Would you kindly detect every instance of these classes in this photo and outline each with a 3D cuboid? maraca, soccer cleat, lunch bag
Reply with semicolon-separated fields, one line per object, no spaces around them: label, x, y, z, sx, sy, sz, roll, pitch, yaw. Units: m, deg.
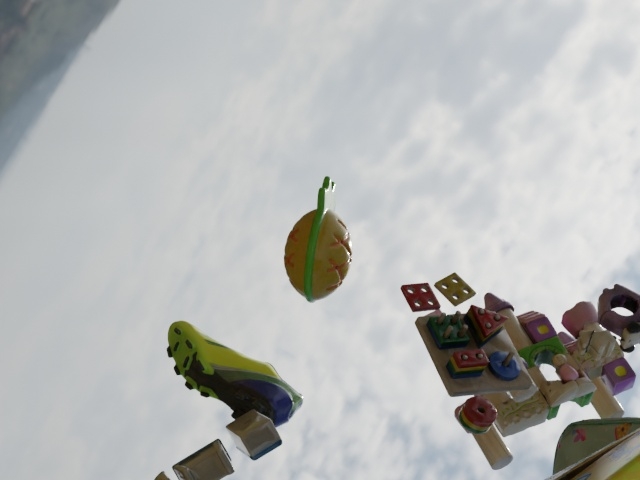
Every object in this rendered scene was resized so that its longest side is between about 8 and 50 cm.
maraca;0.000;0.000;1.961;0.127;0.099;0.186;48;50;-80
soccer cleat;-0.152;0.229;2.318;0.121;0.289;0.093;-20;134;-44
lunch bag;0.437;0.370;1.913;0.279;0.108;0.224;162;-59;-66

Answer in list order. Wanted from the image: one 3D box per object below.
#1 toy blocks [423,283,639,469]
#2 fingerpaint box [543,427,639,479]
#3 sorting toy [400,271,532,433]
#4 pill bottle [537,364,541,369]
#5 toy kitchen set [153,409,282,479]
toy blocks;0.355;0.167;2.225;0.309;0.288;0.260;91;-24;-52
fingerpaint box;0.205;0.341;1.242;0.445;0.163;0.371;-30;169;-32
sorting toy;0.214;0.138;1.847;0.274;0.132;0.046;66;-33;37
pill bottle;0.347;0.219;2.482;0.136;0.136;0.245;-59;166;-3
toy kitchen set;-0.136;0.377;1.971;0.207;0.166;0.122;-29;-173;-12
